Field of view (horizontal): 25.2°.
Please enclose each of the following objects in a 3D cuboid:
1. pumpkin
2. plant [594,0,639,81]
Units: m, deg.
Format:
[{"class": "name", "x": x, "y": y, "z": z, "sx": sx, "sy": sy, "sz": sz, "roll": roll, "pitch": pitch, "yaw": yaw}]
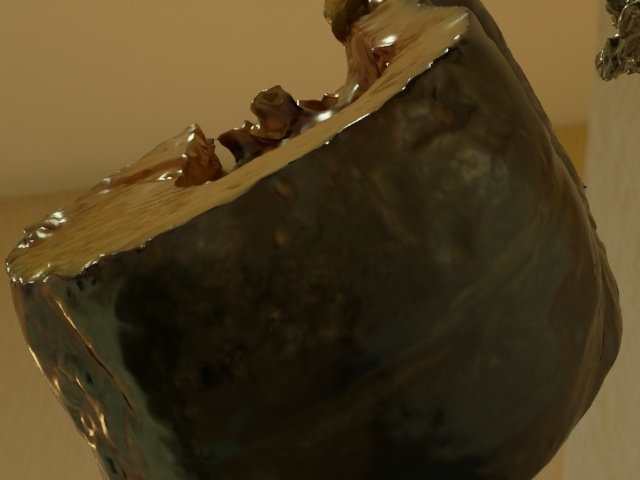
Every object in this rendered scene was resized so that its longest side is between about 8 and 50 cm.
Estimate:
[{"class": "pumpkin", "x": 0.000, "y": 0.001, "z": 0.533, "sx": 0.190, "sy": 0.280, "sz": 0.139, "roll": -30, "pitch": -75, "yaw": 12}, {"class": "plant", "x": 0.271, "y": -0.204, "z": 1.251, "sx": 0.116, "sy": 0.104, "sz": 0.122, "roll": -25, "pitch": -88, "yaw": 55}]
